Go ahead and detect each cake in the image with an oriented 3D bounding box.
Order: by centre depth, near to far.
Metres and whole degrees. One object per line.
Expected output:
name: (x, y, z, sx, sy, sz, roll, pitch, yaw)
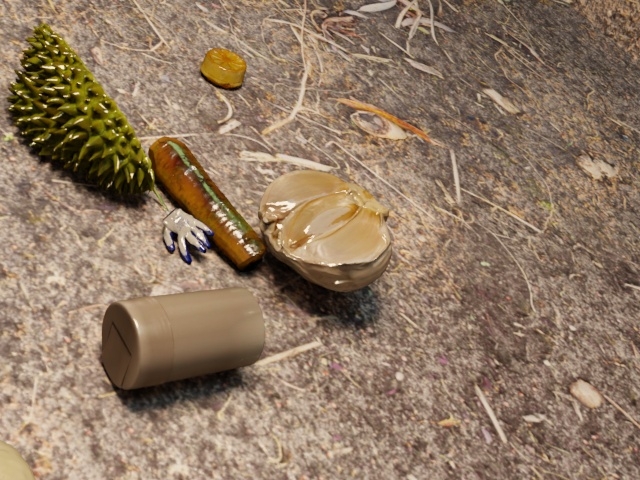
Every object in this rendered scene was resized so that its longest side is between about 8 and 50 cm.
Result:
cake: (-0.176, -0.314, 1.736, 0.084, 0.044, 0.084, 18, 38, -14)

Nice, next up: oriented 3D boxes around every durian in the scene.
durian: (-0.353, -0.202, 1.422, 0.355, 0.157, 0.169, 50, 26, 25)

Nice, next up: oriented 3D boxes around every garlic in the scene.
garlic: (0.000, 0.000, 1.420, 0.178, 0.143, 0.229, -22, 54, -22)

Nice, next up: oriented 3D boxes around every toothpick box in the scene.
toothpick box: (-0.173, 0.120, 1.197, 0.180, 0.111, 0.111, -6, 49, -37)

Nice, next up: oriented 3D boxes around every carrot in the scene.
carrot: (-0.172, -0.057, 1.435, 0.070, 0.070, 0.260, -20, 60, -44)

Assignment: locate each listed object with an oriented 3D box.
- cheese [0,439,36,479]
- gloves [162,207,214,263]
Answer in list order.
cheese: (-0.345, 0.302, 0.837, 0.247, 0.174, 0.251, 7, 43, -38)
gloves: (-0.197, -0.006, 1.383, 0.086, 0.026, 0.064, 38, 73, 17)
